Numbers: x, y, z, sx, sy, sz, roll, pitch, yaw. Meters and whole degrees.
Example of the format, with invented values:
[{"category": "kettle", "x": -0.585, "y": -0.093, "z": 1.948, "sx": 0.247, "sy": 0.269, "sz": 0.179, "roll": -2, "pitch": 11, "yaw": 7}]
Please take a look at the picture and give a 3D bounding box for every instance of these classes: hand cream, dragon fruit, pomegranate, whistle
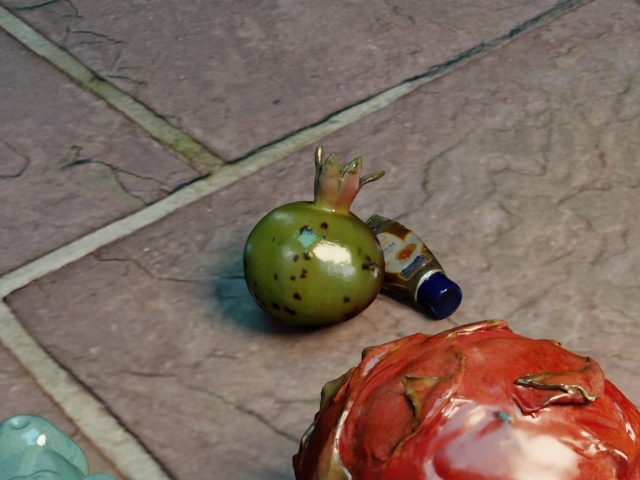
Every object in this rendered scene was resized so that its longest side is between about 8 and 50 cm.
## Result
[{"category": "hand cream", "x": 0.070, "y": 0.020, "z": 1.298, "sx": 0.062, "sy": 0.039, "sz": 0.163, "roll": -38, "pitch": 41, "yaw": -12}, {"category": "dragon fruit", "x": 0.104, "y": 0.165, "z": 0.942, "sx": 0.252, "sy": 0.241, "sz": 0.241, "roll": 20, "pitch": 42, "yaw": 11}, {"category": "pomegranate", "x": -0.002, "y": 0.001, "z": 1.248, "sx": 0.129, "sy": 0.129, "sz": 0.159, "roll": 7, "pitch": 76, "yaw": 20}, {"category": "whistle", "x": -0.208, "y": 0.232, "z": 1.020, "sx": 0.186, "sy": 0.093, "sz": 0.274, "roll": -30, "pitch": 37, "yaw": 14}]
